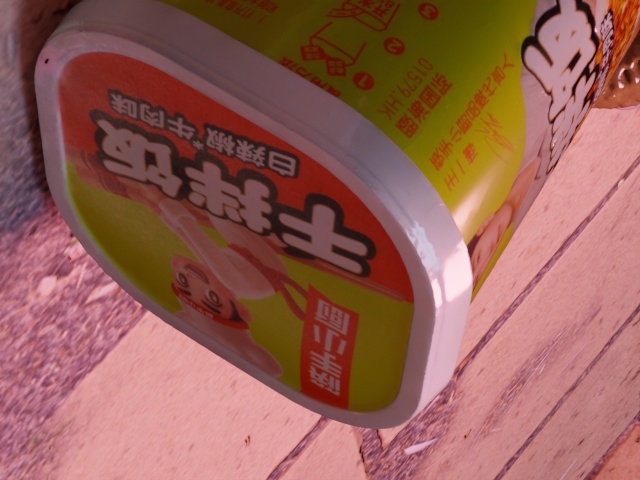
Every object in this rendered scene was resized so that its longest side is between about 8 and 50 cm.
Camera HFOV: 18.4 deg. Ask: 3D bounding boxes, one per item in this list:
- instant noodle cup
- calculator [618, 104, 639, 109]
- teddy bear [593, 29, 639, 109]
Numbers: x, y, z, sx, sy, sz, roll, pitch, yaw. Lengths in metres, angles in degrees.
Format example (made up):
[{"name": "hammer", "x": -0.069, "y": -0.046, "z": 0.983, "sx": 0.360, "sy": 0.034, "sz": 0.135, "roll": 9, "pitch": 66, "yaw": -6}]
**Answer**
[{"name": "instant noodle cup", "x": 0.036, "y": -0.101, "z": 1.123, "sx": 0.308, "sy": 0.294, "sz": 0.294, "roll": -50, "pitch": 161, "yaw": -28}, {"name": "calculator", "x": 0.370, "y": -0.223, "z": 1.932, "sx": 0.299, "sy": 0.041, "sz": 0.185, "roll": -33, "pitch": 152, "yaw": -39}, {"name": "teddy bear", "x": 0.158, "y": -0.180, "z": 1.379, "sx": 0.267, "sy": 0.156, "sz": 0.256, "roll": -31, "pitch": 150, "yaw": -33}]
